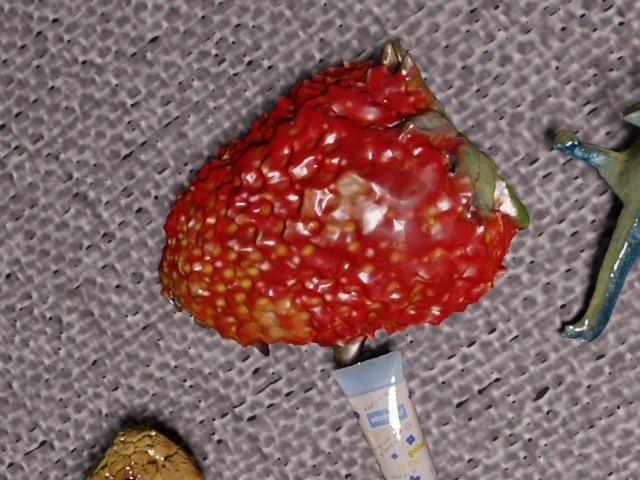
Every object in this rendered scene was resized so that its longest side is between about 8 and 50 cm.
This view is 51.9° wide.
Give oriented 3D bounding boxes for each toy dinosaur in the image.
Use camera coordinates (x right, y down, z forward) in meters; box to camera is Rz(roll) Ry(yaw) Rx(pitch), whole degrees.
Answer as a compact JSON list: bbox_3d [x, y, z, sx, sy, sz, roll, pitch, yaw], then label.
[{"bbox_3d":[0.292,-0.079,0.516,0.147,0.076,0.363,41,99,-17],"label":"toy dinosaur"}]

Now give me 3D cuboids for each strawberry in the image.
[{"bbox_3d":[0.000,0.000,0.527,0.306,0.138,0.233,-36,91,7],"label":"strawberry"}]

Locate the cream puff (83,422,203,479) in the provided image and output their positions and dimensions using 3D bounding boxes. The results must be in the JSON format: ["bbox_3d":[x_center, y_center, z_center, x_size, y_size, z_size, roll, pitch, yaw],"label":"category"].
[{"bbox_3d":[-0.160,0.233,0.580,0.119,0.104,0.133,11,94,13],"label":"cream puff"}]

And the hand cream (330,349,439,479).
[{"bbox_3d":[0.070,0.181,0.571,0.065,0.043,0.171,-21,94,11],"label":"hand cream"}]
